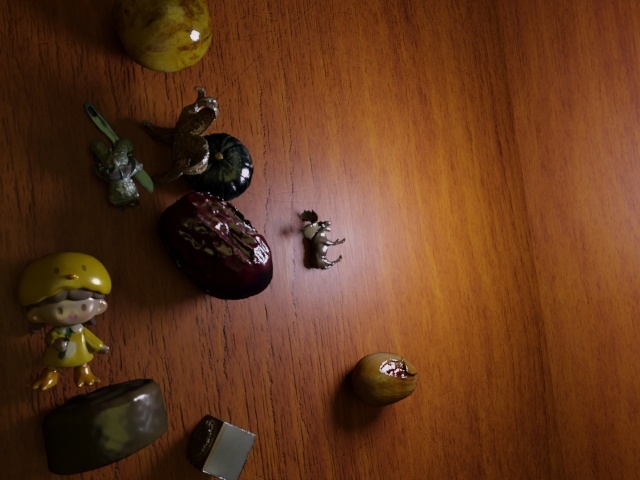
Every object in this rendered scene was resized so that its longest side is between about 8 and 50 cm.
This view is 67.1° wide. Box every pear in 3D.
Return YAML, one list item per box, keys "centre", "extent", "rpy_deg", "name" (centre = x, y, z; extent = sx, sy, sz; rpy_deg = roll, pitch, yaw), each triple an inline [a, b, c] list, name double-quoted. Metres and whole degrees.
- centre: [-0.459, -0.630, 1.416]
  extent: [0.281, 0.281, 0.280]
  rpy_deg: [5, 82, -35]
  name: "pear"

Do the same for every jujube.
- centre: [-0.313, 0.023, 1.469]
  extent: [0.376, 0.258, 0.258]
  rpy_deg: [48, 60, -15]
  name: "jujube"

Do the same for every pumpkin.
- centre: [-0.319, -0.228, 1.518]
  extent: [0.221, 0.162, 0.220]
  rpy_deg: [4, 68, -10]
  name: "pumpkin"

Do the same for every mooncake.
- centre: [-0.542, 0.456, 1.224]
  extent: [0.285, 0.285, 0.155]
  rpy_deg: [-12, 86, -36]
  name: "mooncake"

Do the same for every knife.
- centre: [-0.594, -0.271, 1.431]
  extent: [0.044, 0.019, 0.312]
  rpy_deg: [-43, 110, -23]
  name: "knife"

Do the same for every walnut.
- centre: [0.248, 0.523, 1.842]
  extent: [0.298, 0.203, 0.202]
  rpy_deg: [6, 81, -37]
  name: "walnut"

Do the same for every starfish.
- centre: [-0.405, -0.316, 1.414]
  extent: [0.113, 0.304, 0.311]
  rpy_deg: [20, 84, -51]
  name: "starfish"

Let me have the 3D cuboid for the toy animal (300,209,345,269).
- centre: [0.000, 0.000, 1.780]
  extent: [0.186, 0.094, 0.214]
  rpy_deg: [10, 87, -26]
  name: "toy animal"

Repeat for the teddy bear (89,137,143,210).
- centre: [-0.571, -0.194, 1.373]
  extent: [0.133, 0.111, 0.212]
  rpy_deg: [-14, 93, -19]
  name: "teddy bear"

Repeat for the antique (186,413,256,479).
- centre: [-0.306, 0.623, 1.454]
  extent: [0.148, 0.147, 0.151]
  rpy_deg: [36, 64, -26]
  name: "antique"

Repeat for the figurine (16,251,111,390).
- centre: [-0.656, 0.200, 1.236]
  extent: [0.215, 0.187, 0.342]
  rpy_deg: [3, 88, -45]
  name: "figurine"
